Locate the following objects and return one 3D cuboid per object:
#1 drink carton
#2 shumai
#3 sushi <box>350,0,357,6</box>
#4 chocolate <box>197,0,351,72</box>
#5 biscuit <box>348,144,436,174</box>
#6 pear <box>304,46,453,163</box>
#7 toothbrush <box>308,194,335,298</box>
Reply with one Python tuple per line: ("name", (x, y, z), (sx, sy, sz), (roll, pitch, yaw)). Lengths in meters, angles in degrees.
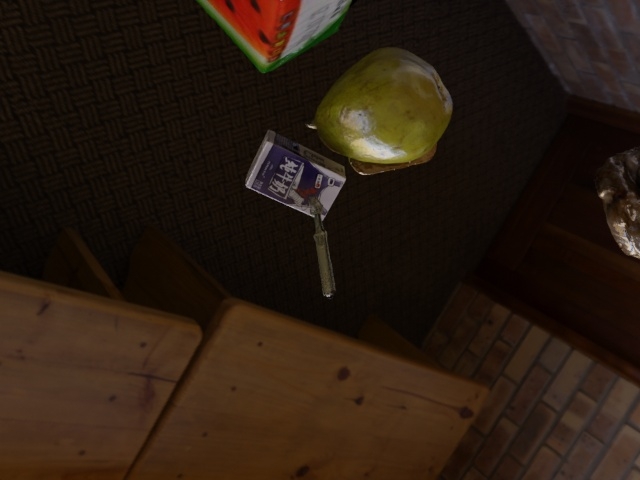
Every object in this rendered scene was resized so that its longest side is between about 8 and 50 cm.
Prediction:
("drink carton", (-0.060, -0.162, 1.504), (0.222, 0.102, 0.134), (24, 112, -14))
("shumai", (0.535, -0.069, 0.905), (0.185, 0.184, 0.218), (-25, 167, 32))
("sushi", (-0.039, -0.595, 1.152), (0.328, 0.285, 0.329), (49, 61, -19))
("chocolate", (-0.114, -0.423, 0.784), (0.161, 0.341, 0.360), (-44, 96, -7))
("biscuit", (0.197, -0.254, 1.647), (0.247, 0.029, 0.119), (-11, 92, 4))
("pear", (0.139, -0.322, 1.500), (0.287, 0.375, 0.288), (-8, 90, -75))
("toothbrush", (0.002, 0.005, 1.039), (0.026, 0.294, 0.028), (-19, 127, 6))
